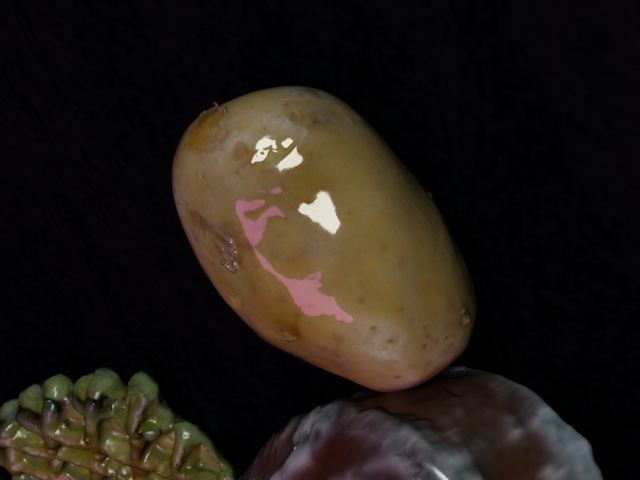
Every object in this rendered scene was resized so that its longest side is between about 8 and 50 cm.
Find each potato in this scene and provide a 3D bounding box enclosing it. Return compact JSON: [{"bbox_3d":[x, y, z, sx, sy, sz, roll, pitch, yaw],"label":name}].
[{"bbox_3d":[0.000,0.000,0.767,0.178,0.109,0.118,51,161,-14],"label":"potato"}]

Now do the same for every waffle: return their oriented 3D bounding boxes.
[{"bbox_3d":[-0.137,0.172,1.092,0.223,0.054,0.204,-22,117,44],"label":"waffle"}]

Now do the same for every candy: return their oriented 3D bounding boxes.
[{"bbox_3d":[0.039,0.200,0.887,0.214,0.157,0.289,55,136,23],"label":"candy"}]
